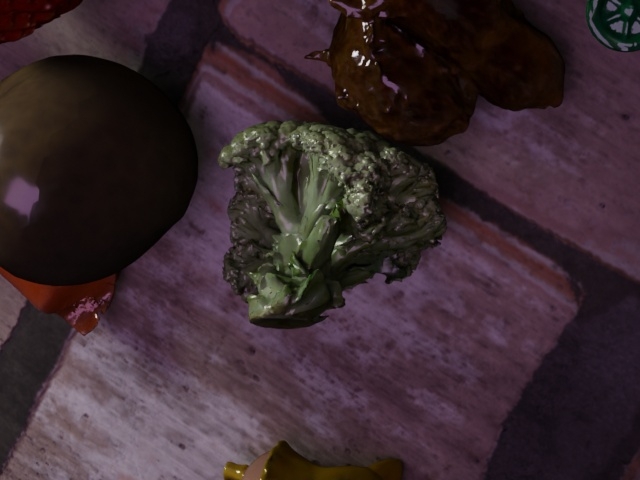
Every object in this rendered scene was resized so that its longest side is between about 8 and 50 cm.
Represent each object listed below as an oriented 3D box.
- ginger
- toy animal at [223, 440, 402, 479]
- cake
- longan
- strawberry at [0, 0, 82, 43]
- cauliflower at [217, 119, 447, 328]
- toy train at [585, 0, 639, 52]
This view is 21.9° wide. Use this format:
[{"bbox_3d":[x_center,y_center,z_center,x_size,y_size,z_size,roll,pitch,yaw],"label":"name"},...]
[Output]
[{"bbox_3d":[0.071,-0.286,1.768,0.254,0.176,0.418,-24,104,17],"label":"ginger"},{"bbox_3d":[-0.017,0.317,2.009,0.230,0.156,0.156,6,109,15],"label":"toy animal"},{"bbox_3d":[-0.369,-0.011,2.045,0.287,0.098,0.135,34,120,-1],"label":"cake"},{"bbox_3d":[-0.291,-0.084,1.889,0.300,0.300,0.243,22,123,11],"label":"longan"},{"bbox_3d":[-0.333,-0.409,1.814,0.351,0.267,0.312,-36,71,19],"label":"strawberry"},{"bbox_3d":[0.000,0.000,1.837,0.272,0.250,0.275,7,143,19],"label":"cauliflower"},{"bbox_3d":[0.422,-0.240,1.674,0.249,0.178,0.429,-43,90,14],"label":"toy train"}]
